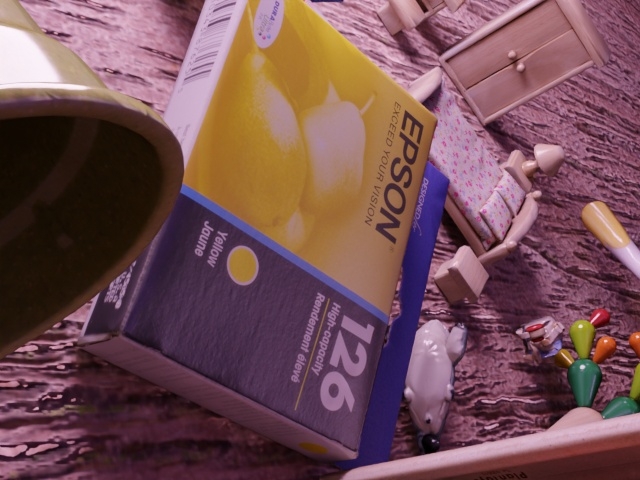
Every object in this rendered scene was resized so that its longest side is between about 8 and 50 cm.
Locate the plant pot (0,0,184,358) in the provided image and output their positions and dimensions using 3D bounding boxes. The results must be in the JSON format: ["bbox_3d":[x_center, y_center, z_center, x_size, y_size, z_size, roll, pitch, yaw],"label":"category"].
[{"bbox_3d":[-0.243,-0.074,0.441,0.276,0.276,0.254,-13,66,-54],"label":"plant pot"}]

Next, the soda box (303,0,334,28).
[{"bbox_3d":[-0.035,-0.136,0.882,0.058,0.063,0.183,46,39,-25],"label":"soda box"}]

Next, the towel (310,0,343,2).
[{"bbox_3d":[-0.105,-0.338,0.924,0.209,0.034,0.285,-16,73,-54],"label":"towel"}]

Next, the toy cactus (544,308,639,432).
[{"bbox_3d":[0.304,0.192,1.084,0.180,0.112,0.219,-14,82,-35],"label":"toy cactus"}]

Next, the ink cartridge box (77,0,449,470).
[{"bbox_3d":[0.000,0.000,0.769,0.307,0.072,0.304,32,61,-33],"label":"ink cartridge box"}]

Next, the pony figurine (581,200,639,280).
[{"bbox_3d":[0.482,0.126,1.212,0.351,0.302,0.363,49,14,-25],"label":"pony figurine"}]

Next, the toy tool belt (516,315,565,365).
[{"bbox_3d":[0.241,0.112,1.074,0.083,0.052,0.051,-8,79,-74],"label":"toy tool belt"}]

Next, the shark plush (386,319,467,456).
[{"bbox_3d":[0.107,0.141,0.891,0.067,0.073,0.161,66,14,-56],"label":"shark plush"}]

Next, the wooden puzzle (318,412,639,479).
[{"bbox_3d":[0.199,0.266,0.692,0.348,0.322,0.081,47,46,-19],"label":"wooden puzzle"}]

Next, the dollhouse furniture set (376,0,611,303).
[{"bbox_3d":[0.176,-0.163,1.072,0.303,0.173,0.355,53,36,-12],"label":"dollhouse furniture set"}]
